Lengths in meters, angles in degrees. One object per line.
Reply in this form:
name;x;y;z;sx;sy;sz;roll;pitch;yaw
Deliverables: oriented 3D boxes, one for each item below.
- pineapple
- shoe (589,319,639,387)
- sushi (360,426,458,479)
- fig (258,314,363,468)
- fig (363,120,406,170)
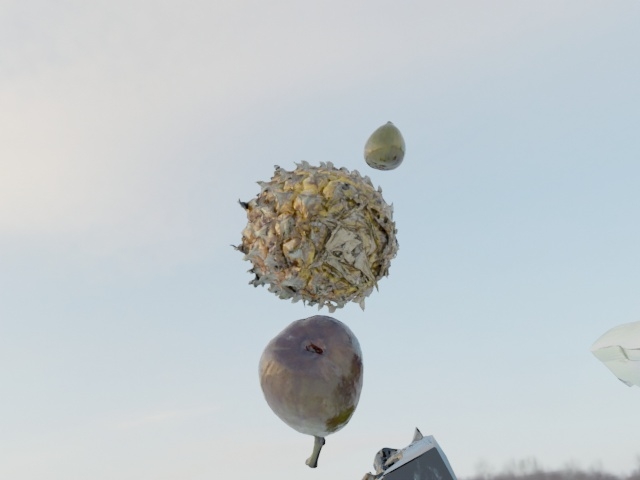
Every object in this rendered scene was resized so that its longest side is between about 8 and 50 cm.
pineapple;-0.001;-0.002;2.018;0.352;0.352;0.300;2;9;-24
shoe;0.548;0.191;1.520;0.095;0.110;0.265;-40;0;-11
sushi;0.145;0.462;1.533;0.212;0.215;0.227;-30;-1;-3
fig;-0.008;0.253;1.442;0.145;0.274;0.170;21;40;33
fig;0.112;-0.163;1.577;0.074;0.088;0.074;13;-21;5
